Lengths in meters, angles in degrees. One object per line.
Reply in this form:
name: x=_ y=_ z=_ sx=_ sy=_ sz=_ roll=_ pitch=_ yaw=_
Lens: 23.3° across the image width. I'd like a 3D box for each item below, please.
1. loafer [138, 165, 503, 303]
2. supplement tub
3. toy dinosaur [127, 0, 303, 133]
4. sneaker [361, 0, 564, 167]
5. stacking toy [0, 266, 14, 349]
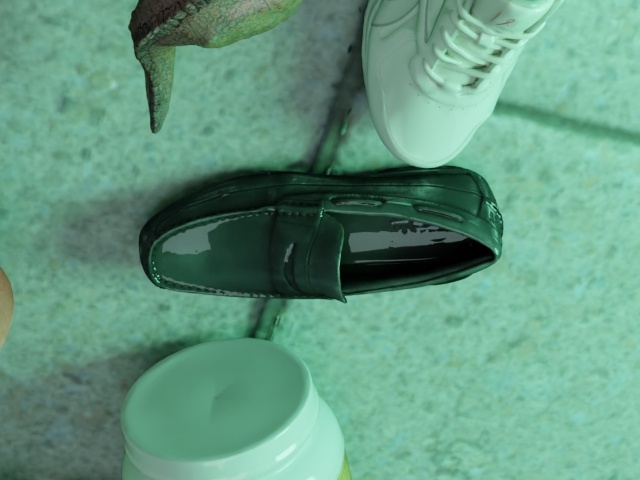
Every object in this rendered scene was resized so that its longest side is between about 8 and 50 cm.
loafer: x=0.000 y=0.000 z=0.944 sx=0.223 sy=0.078 sz=0.076 roll=-6 pitch=122 yaw=-1
supplement tub: x=-0.048 y=0.178 z=1.012 sx=0.144 sy=0.144 sz=0.200 roll=-11 pitch=122 yaw=2
toy dinosaur: x=-0.022 y=-0.155 z=0.773 sx=0.127 sy=0.200 sz=0.295 roll=38 pitch=112 yaw=-25
sneaker: x=0.084 y=-0.131 z=0.847 sx=0.090 sy=0.115 sz=0.232 roll=12 pitch=120 yaw=-12
stacking toy: x=-0.336 y=0.070 z=0.845 sx=0.309 sy=0.279 sz=0.130 roll=-24 pitch=120 yaw=6
